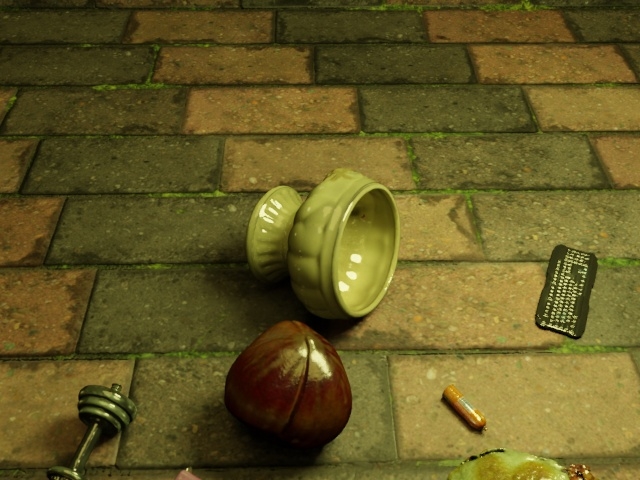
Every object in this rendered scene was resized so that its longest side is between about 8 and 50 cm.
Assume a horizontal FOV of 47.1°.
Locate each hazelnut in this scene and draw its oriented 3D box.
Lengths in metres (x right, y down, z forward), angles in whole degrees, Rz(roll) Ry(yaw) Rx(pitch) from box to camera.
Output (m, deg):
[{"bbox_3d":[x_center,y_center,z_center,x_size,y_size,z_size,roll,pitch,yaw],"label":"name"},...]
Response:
[{"bbox_3d":[-0.046,0.255,1.296,0.229,0.230,0.230,0,44,0],"label":"hazelnut"}]

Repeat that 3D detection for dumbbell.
[{"bbox_3d":[-0.405,0.360,1.266,0.110,0.110,0.255,11,51,11],"label":"dumbbell"}]

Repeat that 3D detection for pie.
[{"bbox_3d":[0.308,0.452,1.187,0.257,0.106,0.274,11,40,31],"label":"pie"}]

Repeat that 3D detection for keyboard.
[{"bbox_3d":[0.537,0.104,1.601,0.106,0.016,0.262,16,46,16],"label":"keyboard"}]

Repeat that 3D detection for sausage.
[{"bbox_3d":[0.271,0.314,1.367,0.031,0.031,0.107,-24,49,-24],"label":"sausage"}]

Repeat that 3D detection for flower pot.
[{"bbox_3d":[0.000,0.000,1.520,0.244,0.308,0.307,10,43,30],"label":"flower pot"}]

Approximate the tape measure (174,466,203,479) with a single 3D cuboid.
[{"bbox_3d":[-0.160,0.484,1.108,0.231,0.149,0.245,16,38,19],"label":"tape measure"}]
